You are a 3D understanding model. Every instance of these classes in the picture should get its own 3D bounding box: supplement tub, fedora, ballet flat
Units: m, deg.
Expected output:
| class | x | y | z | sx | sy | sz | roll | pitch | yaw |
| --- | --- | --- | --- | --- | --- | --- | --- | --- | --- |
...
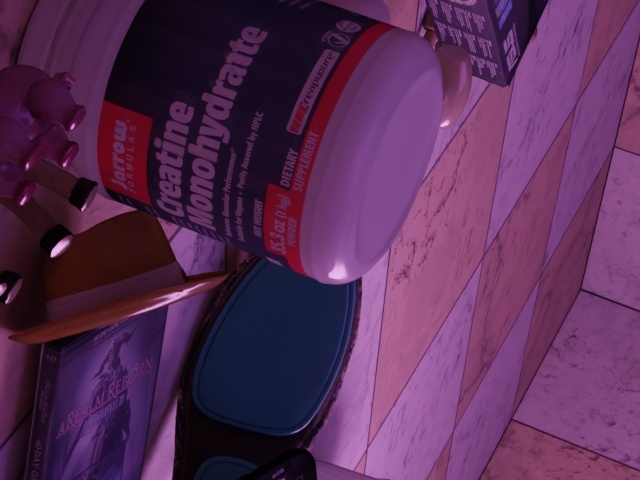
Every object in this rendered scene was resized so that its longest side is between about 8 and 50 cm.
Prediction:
| class | x | y | z | sx | sy | sz | roll | pitch | yaw |
| --- | --- | --- | --- | --- | --- | --- | --- | --- | --- |
| supplement tub | -0.065 | -0.097 | 1.203 | 0.191 | 0.272 | 0.191 | -57 | 160 | -35 |
| fedora | -0.167 | 0.024 | 1.304 | 0.194 | 0.194 | 0.079 | -20 | 93 | -69 |
| ballet flat | -0.084 | 0.214 | 1.751 | 0.182 | 0.164 | 0.483 | 143 | -36 | -82 |

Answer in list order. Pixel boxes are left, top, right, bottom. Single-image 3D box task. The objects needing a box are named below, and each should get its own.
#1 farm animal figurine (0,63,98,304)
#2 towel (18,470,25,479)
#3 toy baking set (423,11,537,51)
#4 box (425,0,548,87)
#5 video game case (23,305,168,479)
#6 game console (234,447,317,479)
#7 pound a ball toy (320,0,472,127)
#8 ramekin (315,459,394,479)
| class | x | y | z | sx | sy | sz | roll | pitch | yaw |
| --- | --- | --- | --- | --- | --- | --- | --- | --- | --- |
| farm animal figurine | -0.283 | 0.004 | 0.857 | 0.327 | 0.172 | 0.330 | -56 | 171 | -2 |
| towel | -0.243 | 0.231 | 1.491 | 0.152 | 0.023 | 0.113 | 84 | 29 | -53 |
| toy baking set | 0.215 | -0.306 | 2.033 | 0.030 | 0.197 | 0.256 | 27 | 79 | -41 |
| box | 0.210 | -0.381 | 1.780 | 0.318 | 0.097 | 0.395 | -63 | 163 | -10 |
| video game case | -0.205 | 0.182 | 1.475 | 0.196 | 0.026 | 0.274 | -36 | 141 | -62 |
| game console | -0.131 | 0.295 | 1.533 | 0.361 | 0.044 | 0.213 | -28 | 134 | -39 |
| pound a ball toy | -0.001 | -0.162 | 1.445 | 0.319 | 0.208 | 0.136 | -35 | 143 | -61 |
| ramekin | -0.002 | 0.442 | 2.304 | 0.277 | 0.135 | 0.277 | 21 | 90 | -74 |
